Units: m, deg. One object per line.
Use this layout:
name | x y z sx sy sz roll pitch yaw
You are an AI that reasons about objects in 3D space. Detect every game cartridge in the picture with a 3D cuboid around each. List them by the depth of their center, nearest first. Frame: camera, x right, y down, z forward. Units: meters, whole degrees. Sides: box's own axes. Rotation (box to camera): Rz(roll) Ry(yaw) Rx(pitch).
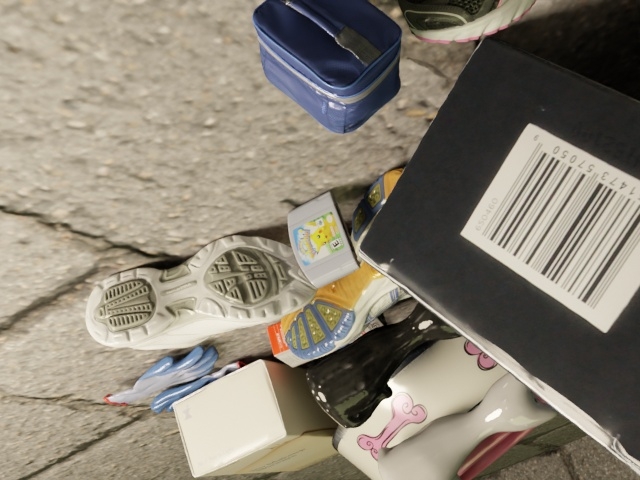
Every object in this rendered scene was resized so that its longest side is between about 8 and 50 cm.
game cartridge | 0.000 0.000 0.754 0.056 0.083 0.017 -28 157 18

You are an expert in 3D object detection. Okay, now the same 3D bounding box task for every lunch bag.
lunch bag | 0.003 -0.126 0.506 0.067 0.098 0.065 -45 162 -16

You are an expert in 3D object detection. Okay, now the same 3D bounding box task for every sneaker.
sneaker | 0.124 -0.195 0.494 0.178 0.072 0.077 -29 141 3
sneaker | -0.113 0.060 0.815 0.232 0.091 0.115 -10 161 3
sneaker | 0.067 0.041 0.847 0.130 0.112 0.296 2 148 -36

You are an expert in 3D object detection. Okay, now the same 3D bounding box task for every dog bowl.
dog bowl | 0.220 0.220 1.110 0.407 0.150 0.408 -32 156 -16

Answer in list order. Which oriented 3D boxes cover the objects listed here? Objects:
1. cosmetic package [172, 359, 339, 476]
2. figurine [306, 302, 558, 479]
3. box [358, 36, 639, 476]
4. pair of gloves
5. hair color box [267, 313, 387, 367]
cosmetic package | -0.058 0.270 1.186 0.160 0.113 0.309 -29 157 19
figurine | 0.129 0.170 0.889 0.209 0.215 0.092 -37 -176 10
box | 0.283 0.031 0.696 0.395 0.293 0.212 17 107 -49
pair of gloves | -0.185 0.189 1.070 0.159 0.023 0.198 -26 157 12
hair color box | 0.010 0.115 1.028 0.141 0.043 0.072 -22 154 9
